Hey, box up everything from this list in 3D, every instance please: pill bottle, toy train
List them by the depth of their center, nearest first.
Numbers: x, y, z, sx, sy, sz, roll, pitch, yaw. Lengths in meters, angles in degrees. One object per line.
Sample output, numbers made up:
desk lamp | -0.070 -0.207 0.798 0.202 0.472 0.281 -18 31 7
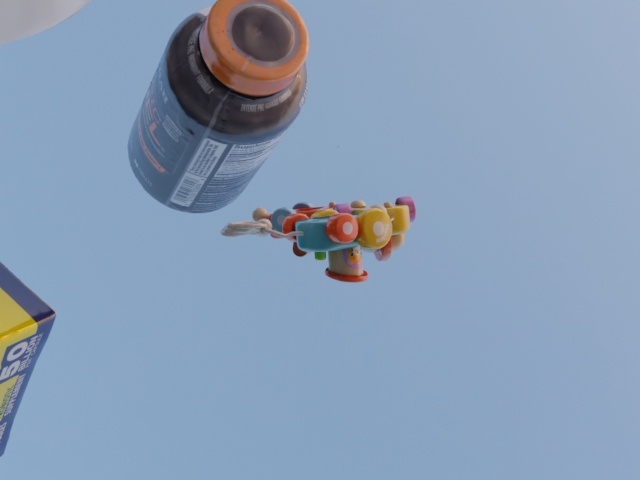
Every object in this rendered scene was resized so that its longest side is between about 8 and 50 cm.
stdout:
toy train | 0.000 0.000 0.678 0.125 0.166 0.046 -5 -84 13
pill bottle | -0.090 -0.126 0.907 0.130 0.245 0.131 8 -113 -19

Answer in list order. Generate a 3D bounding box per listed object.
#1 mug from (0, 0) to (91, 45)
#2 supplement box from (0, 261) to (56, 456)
mug | -0.265 -0.296 0.448 0.374 0.276 0.328 -1 -46 -20
supplement box | -0.429 0.128 0.812 0.195 0.356 0.194 38 -58 17
